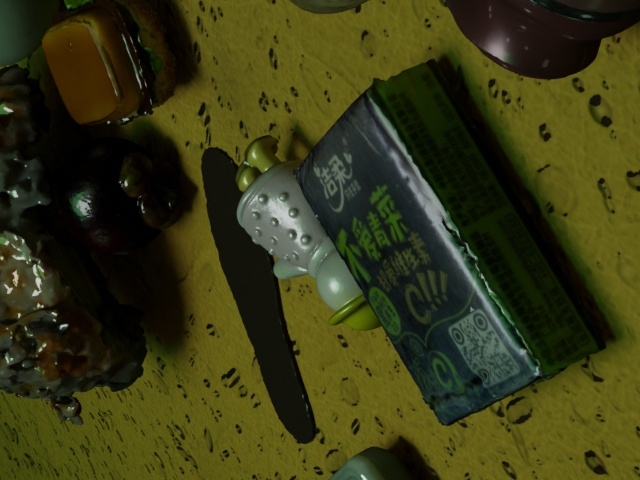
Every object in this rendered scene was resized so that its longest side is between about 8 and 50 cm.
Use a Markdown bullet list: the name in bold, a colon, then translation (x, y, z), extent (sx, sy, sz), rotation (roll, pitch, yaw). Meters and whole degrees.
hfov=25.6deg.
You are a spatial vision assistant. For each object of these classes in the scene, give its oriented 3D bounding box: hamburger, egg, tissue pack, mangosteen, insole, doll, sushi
- **hamburger**: translation (-0.193, -0.178, 1.325), extent (0.166, 0.087, 0.137), rotation (5, 117, 58)
- **egg**: translation (-0.351, -0.263, 1.425), extent (0.168, 0.168, 0.231), rotation (53, 177, 20)
- **tissue pack**: translation (0.085, 0.008, 1.015), extent (0.235, 0.073, 0.173), rotation (60, 153, 8)
- **mangosteen**: translation (-0.197, -0.045, 1.428), extent (0.140, 0.140, 0.140), rotation (41, 146, 37)
- **insole**: translation (-0.063, 0.059, 1.394), extent (0.111, 0.007, 0.327), rotation (18, 129, 56)
- **doll**: translation (0.000, 0.000, 1.151), extent (0.207, 0.081, 0.129), rotation (48, 137, 22)
- **sushi**: translation (-0.326, 0.014, 1.580), extent (0.417, 0.176, 0.417), rotation (158, 90, -86)

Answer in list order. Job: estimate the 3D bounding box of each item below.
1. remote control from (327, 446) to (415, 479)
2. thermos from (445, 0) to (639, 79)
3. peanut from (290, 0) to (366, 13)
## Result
- **remote control**: translation (0.034, 0.298, 1.368), extent (0.128, 0.065, 0.335), rotation (55, 152, 12)
- **thermos**: translation (0.163, -0.192, 0.684), extent (0.330, 0.136, 0.109), rotation (113, 158, -56)
- **peanut**: translation (-0.015, -0.214, 0.975), extent (0.214, 0.099, 0.099), rotation (36, 142, 40)
